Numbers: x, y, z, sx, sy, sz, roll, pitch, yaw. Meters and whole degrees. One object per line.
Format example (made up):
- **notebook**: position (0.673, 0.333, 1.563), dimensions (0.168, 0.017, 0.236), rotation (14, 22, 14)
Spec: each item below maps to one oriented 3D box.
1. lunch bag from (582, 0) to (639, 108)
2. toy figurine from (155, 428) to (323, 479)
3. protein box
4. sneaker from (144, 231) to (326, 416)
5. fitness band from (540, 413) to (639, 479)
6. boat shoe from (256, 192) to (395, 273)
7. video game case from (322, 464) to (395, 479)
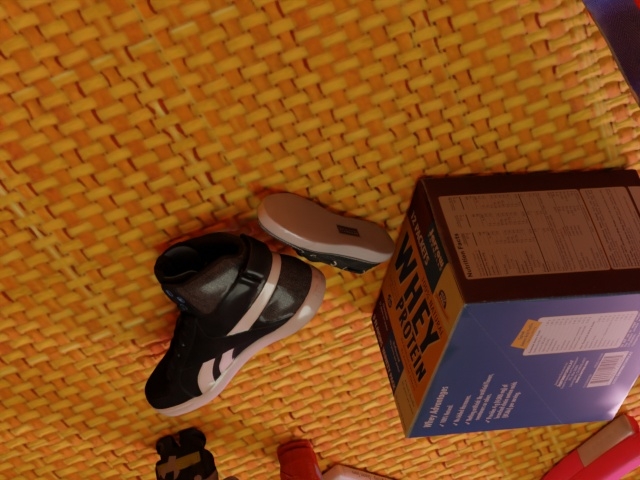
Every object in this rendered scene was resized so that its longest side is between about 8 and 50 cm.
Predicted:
- **lunch bag**: position (0.276, -0.122, 1.042), dimensions (0.293, 0.221, 0.138), rotation (25, 128, -40)
- **toy figurine**: position (-0.098, 0.304, 1.511), dimensions (0.209, 0.148, 0.213), rotation (13, 135, -32)
- **protein box**: position (0.173, 0.056, 1.302), dimensions (0.201, 0.136, 0.200), rotation (-3, 141, -16)
- **sneaker**: position (-0.109, 0.061, 1.274), dimensions (0.121, 0.079, 0.217), rotation (32, 126, -29)
- **fitness band**: position (0.371, 0.274, 1.713), dimensions (0.209, 0.054, 0.291), rotation (15, 134, -34)
- **boat shoe**: position (0.000, 0.000, 1.245), dimensions (0.142, 0.049, 0.040), rotation (17, 133, -38)
- **video game case**: position (0.019, 0.305, 1.658), dimensions (0.143, 0.019, 0.157), rotation (22, 129, -39)
